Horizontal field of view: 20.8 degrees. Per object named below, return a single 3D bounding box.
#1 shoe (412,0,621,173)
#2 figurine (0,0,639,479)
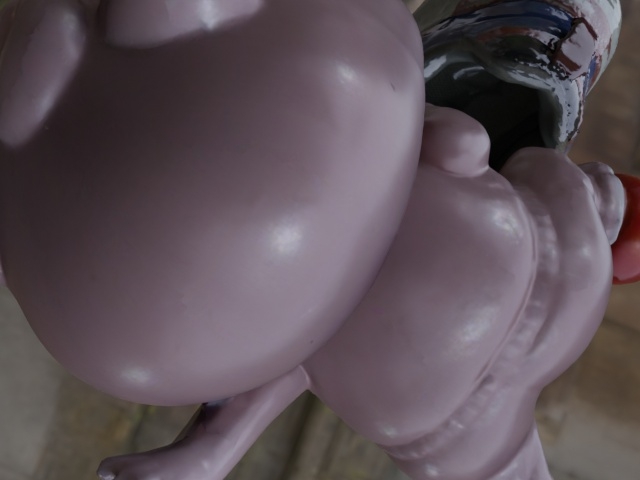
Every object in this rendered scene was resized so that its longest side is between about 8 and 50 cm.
[{"bbox_3d":[0.040,-0.033,0.777,0.227,0.099,0.125,-35,-151,20],"label":"shoe"},{"bbox_3d":[0.000,0.000,0.603,0.176,0.287,0.186,-56,-150,17],"label":"figurine"}]
